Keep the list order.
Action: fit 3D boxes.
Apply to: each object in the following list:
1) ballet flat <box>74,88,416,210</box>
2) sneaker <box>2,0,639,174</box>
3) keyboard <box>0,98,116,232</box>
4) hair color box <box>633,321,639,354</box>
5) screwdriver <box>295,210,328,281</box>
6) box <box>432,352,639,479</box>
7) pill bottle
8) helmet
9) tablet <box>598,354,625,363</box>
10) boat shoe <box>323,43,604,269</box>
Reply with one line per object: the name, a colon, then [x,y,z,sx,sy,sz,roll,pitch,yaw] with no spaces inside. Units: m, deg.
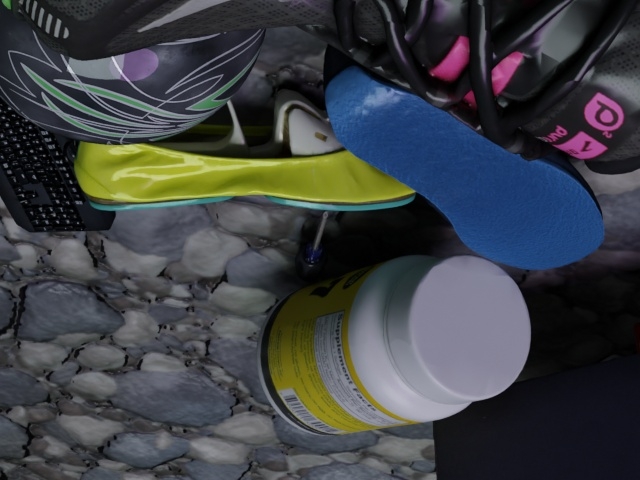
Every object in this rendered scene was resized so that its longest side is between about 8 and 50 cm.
ballet flat: [-0.045,-0.061,1.082,0.231,0.077,0.077,-1,113,-7]
sneaker: [0.095,-0.130,0.775,0.483,0.202,0.185,-6,171,-13]
keyboard: [-0.186,-0.055,1.117,0.100,0.038,0.192,-6,146,8]
hair color box: [0.323,0.132,1.352,0.053,0.093,0.167,-23,141,30]
screwdriver: [0.000,0.000,1.172,0.025,0.024,0.170,-32,170,-16]
box: [0.301,0.224,1.245,0.343,0.179,0.312,-16,144,19]
pill bottle: [0.050,0.075,1.187,0.119,0.119,0.208,19,161,-26]
helmet: [-0.111,-0.130,0.894,0.169,0.161,0.169,-1,146,0]
tablet: [0.240,0.122,1.412,0.054,0.006,0.083,22,139,-30]
boat shoe: [0.102,-0.068,1.063,0.109,0.089,0.258,-28,139,22]
